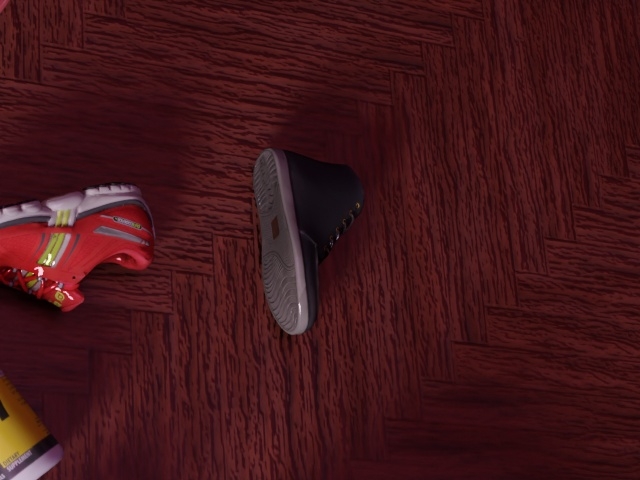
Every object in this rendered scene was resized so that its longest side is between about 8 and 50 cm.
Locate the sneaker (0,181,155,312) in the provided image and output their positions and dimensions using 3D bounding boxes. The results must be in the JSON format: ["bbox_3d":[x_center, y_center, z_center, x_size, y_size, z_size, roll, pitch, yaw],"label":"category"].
[{"bbox_3d":[-0.287,0.020,1.717,0.279,0.107,0.118,-17,87,-31],"label":"sneaker"}]

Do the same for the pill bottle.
[{"bbox_3d":[-0.352,0.159,1.606,0.119,0.119,0.208,-39,90,-35],"label":"pill bottle"}]

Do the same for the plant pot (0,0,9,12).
[{"bbox_3d":[-0.456,-0.259,1.655,0.275,0.243,0.275,12,63,-25],"label":"plant pot"}]

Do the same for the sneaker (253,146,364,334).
[{"bbox_3d":[0.000,0.000,1.894,0.118,0.083,0.222,5,66,-28],"label":"sneaker"}]
